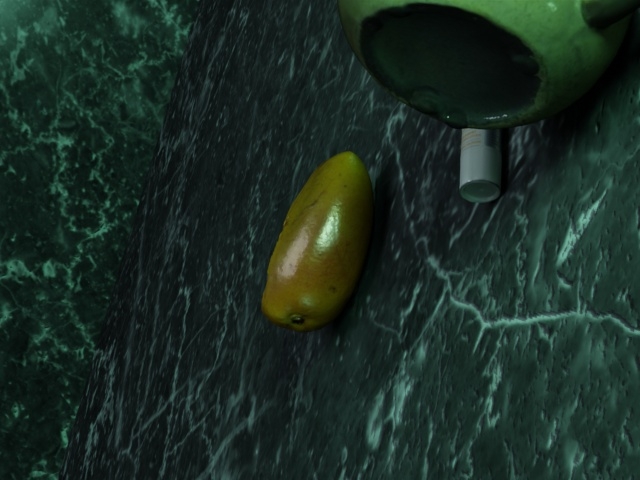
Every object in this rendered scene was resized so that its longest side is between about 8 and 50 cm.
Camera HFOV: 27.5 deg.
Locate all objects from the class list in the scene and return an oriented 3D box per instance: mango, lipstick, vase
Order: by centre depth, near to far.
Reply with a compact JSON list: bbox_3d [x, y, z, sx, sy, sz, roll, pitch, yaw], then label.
[{"bbox_3d":[0.187,-0.260,1.058,0.329,0.241,0.302,-3,54,42],"label":"vase"},{"bbox_3d":[0.154,-0.104,1.243,0.040,0.040,0.141,132,150,-54],"label":"lipstick"},{"bbox_3d":[0.006,0.002,1.504,0.141,0.102,0.217,63,-136,-81],"label":"mango"}]
